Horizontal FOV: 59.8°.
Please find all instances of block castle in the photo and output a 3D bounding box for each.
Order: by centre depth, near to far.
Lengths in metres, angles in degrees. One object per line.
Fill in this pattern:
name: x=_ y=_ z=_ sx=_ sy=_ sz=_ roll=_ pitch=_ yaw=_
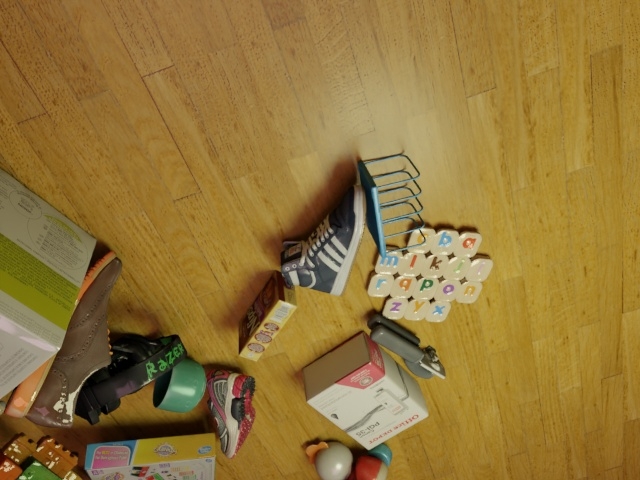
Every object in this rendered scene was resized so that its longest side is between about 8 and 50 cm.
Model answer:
block castle: x=-0.734 y=0.535 z=1.322 sx=0.213 sy=0.303 sz=0.453 roll=-48 pitch=127 yaw=-28

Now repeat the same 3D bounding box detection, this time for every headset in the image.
headset: x=-0.487 y=0.285 z=1.248 sx=0.394 sy=0.243 sz=0.185 roll=-24 pitch=95 yaw=27

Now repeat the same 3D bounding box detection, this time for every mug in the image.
mug: x=-0.342 y=0.348 z=1.364 sx=0.097 sy=0.158 sz=0.129 roll=21 pitch=95 yaw=-26

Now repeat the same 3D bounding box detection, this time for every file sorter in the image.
file sorter: x=0.149 y=-0.075 z=1.146 sx=0.104 sy=0.118 sz=0.170 roll=-15 pitch=125 yaw=-3

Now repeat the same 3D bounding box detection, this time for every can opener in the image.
can opener: x=0.212 y=0.287 z=1.417 sx=0.283 sy=0.076 sz=0.095 roll=33 pitch=117 yaw=-29

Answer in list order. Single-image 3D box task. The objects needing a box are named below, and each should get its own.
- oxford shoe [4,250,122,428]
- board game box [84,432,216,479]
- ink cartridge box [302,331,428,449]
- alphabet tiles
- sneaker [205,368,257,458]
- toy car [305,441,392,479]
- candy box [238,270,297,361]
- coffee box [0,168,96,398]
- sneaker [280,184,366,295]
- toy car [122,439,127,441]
oxford shoe: x=-0.471 y=0.190 z=1.111 sx=0.132 sy=0.364 sz=0.130 roll=31 pitch=150 yaw=-20
board game box: x=-0.441 y=0.599 z=1.488 sx=0.316 sy=0.064 sz=0.242 roll=-1 pitch=142 yaw=-13
ink cartridge box: x=0.121 y=0.399 z=1.458 sx=0.207 sy=0.117 sz=0.283 roll=-36 pitch=121 yaw=15
alphabet tiles: x=0.259 y=0.085 z=1.325 sx=0.284 sy=0.021 sz=0.278 roll=5 pitch=125 yaw=-11
sneaker: x=-0.237 y=0.446 z=1.454 sx=0.112 sy=0.121 sz=0.299 roll=15 pitch=123 yaw=13
toy car: x=0.056 y=0.676 z=1.621 sx=0.238 sy=0.219 sz=0.210 roll=31 pitch=119 yaw=7
candy box: x=-0.125 y=0.174 z=1.277 sx=0.053 sy=0.109 sz=0.187 roll=23 pitch=117 yaw=-22
coffee box: x=-0.672 y=0.082 z=1.000 sx=0.337 sy=0.334 sz=0.338 roll=-36 pitch=123 yaw=15
sneaker: x=0.000 y=0.000 z=1.170 sx=0.153 sy=0.099 sz=0.282 roll=9 pitch=128 yaw=-6
toy car: x=-0.502 y=0.568 z=1.543 sx=0.122 sy=0.060 sz=0.040 roll=-2 pitch=81 yaw=-26
